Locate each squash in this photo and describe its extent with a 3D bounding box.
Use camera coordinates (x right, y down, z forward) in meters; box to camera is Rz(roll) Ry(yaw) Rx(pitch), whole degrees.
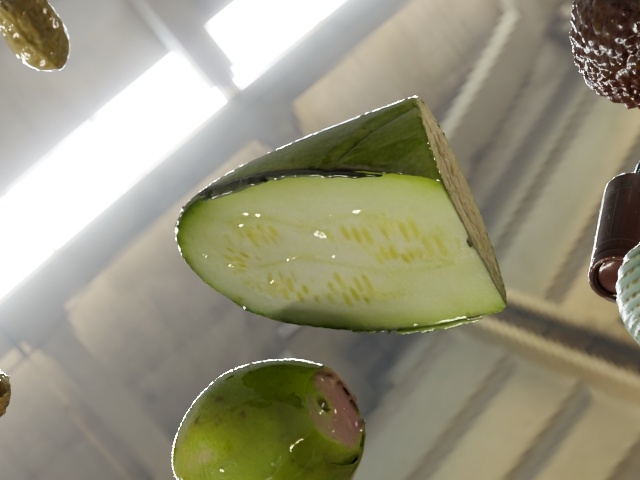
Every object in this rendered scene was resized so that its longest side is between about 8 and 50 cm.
[{"bbox_3d":[0.000,0.000,1.788,0.309,0.234,0.210,-23,-141,10],"label":"squash"}]

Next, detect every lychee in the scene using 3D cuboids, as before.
[{"bbox_3d":[0.440,-0.290,2.256,0.236,0.236,0.271,-10,-105,59],"label":"lychee"}]

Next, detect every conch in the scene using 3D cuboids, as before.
[{"bbox_3d":[0.420,0.075,2.096,0.131,0.172,0.200,12,-91,27],"label":"conch"}]

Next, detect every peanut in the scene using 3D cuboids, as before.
[{"bbox_3d":[-0.428,-0.327,2.455,0.099,0.214,0.099,-32,-169,7],"label":"peanut"}]

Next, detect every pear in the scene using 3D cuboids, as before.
[{"bbox_3d":[-0.066,0.227,1.865,0.219,0.187,0.187,-26,-160,25],"label":"pear"}]

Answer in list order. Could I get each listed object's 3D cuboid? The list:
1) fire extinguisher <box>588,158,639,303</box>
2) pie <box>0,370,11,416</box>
[{"bbox_3d":[0.468,-0.029,2.633,0.105,0.105,0.269,-27,-154,34],"label":"fire extinguisher"},{"bbox_3d":[-0.590,0.273,2.533,0.315,0.092,0.315,-30,162,-11],"label":"pie"}]
